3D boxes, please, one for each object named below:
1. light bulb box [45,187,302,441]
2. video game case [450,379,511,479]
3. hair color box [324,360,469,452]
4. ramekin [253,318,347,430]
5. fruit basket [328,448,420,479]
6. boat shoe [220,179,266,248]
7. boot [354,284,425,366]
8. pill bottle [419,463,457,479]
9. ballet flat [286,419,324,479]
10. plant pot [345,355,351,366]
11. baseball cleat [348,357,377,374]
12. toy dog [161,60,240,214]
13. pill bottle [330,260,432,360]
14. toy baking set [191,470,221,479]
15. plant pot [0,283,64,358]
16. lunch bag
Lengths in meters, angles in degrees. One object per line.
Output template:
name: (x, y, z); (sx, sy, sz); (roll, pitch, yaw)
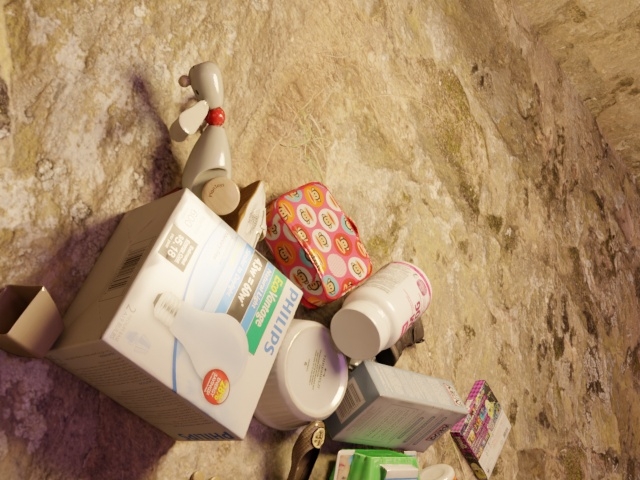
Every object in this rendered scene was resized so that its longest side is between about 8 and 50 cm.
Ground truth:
light bulb box: (-0.275, 0.159, 1.472); (0.361, 0.225, 0.358); (43, 52, -30)
video game case: (0.511, 0.595, 2.340); (0.210, 0.041, 0.232); (59, 45, -19)
hair color box: (0.195, 0.436, 1.917); (0.374, 0.185, 0.114); (22, 30, -42)
ramekin: (-0.051, 0.309, 1.746); (0.272, 0.127, 0.273); (14, 70, -44)
fruit basket: (0.136, 0.698, 1.827); (0.327, 0.165, 0.353); (17, 71, -44)
boat shoe: (-0.169, -0.034, 1.696); (0.096, 0.098, 0.277); (49, 31, -24)
boot: (0.198, 0.210, 2.083); (0.229, 0.091, 0.263); (-34, 107, -53)
pill bottle: (0.347, 0.750, 2.068); (0.121, 0.121, 0.221); (-27, 100, -47)
ballet flat: (-0.042, 0.527, 1.678); (0.084, 0.058, 0.250); (23, 91, -47)
plant pot: (0.042, 0.309, 1.890); (0.083, 0.083, 0.079); (24, 75, -41)
baseball cleat: (0.143, 0.341, 1.988); (0.206, 0.072, 0.109); (42, 50, -35)
toy dog: (-0.278, -0.203, 1.611); (0.160, 0.220, 0.334); (-8, 77, -16)
pill bottle: (0.150, 0.171, 1.819); (0.283, 0.160, 0.160); (-34, 106, -52)
toy baking set: (-0.261, 0.596, 1.526); (0.256, 0.030, 0.197); (-31, 97, -53)
plant pot: (-0.522, 0.150, 1.306); (0.096, 0.109, 0.109); (59, 43, -37)
lunch bag: (0.000, 0.000, 1.852); (0.258, 0.120, 0.293); (-28, 88, -47)
